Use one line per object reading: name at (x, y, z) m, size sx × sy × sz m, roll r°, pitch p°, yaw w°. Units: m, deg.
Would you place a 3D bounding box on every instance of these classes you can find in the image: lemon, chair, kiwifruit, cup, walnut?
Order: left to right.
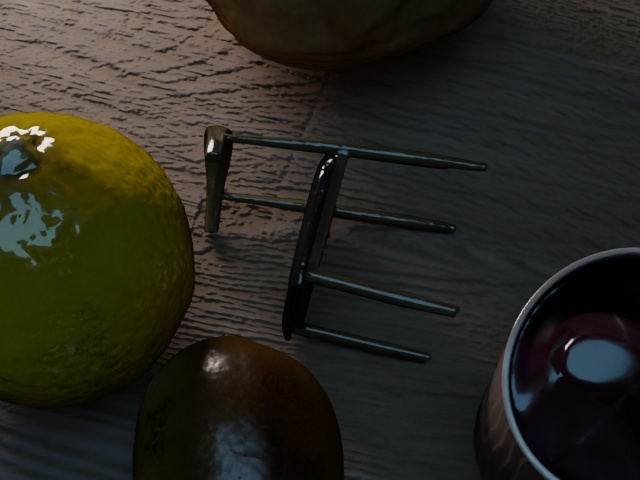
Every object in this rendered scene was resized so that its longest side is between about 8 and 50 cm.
lemon at (-0.249, 0.017, 1.180) m, size 0.293 × 0.293 × 0.293 m, roll 0°, pitch 69°, yaw -1°
kiwifruit at (-0.074, 0.197, 1.160) m, size 0.196 × 0.196 × 0.234 m, roll -8°, pitch 69°, yaw -4°
chair at (0.000, 0.000, 1.243) m, size 0.272 × 0.188 × 0.166 m, roll 14°, pitch 68°, yaw 1°
walnut at (0.016, -0.323, 1.316) m, size 0.344 × 0.306 × 0.306 m, roll -21°, pitch 70°, yaw -1°
cup at (0.262, 0.123, 1.147) m, size 0.208 × 0.273 × 0.288 m, roll 21°, pitch 69°, yaw 8°
